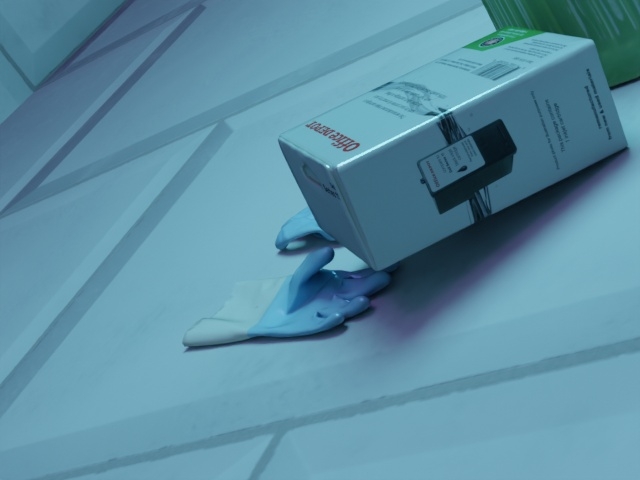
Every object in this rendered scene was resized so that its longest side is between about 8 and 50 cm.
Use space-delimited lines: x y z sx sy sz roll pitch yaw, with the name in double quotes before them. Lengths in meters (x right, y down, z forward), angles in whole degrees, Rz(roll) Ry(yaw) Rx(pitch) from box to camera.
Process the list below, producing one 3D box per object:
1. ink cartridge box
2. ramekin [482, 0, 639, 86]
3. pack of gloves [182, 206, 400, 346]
"ink cartridge box" 0.091 -0.073 1.011 0.208 0.087 0.153 -26 19 -9
"ramekin" 0.256 -0.268 1.143 0.303 0.148 0.303 -31 20 13
"pack of gloves" 0.000 0.000 1.118 0.232 0.046 0.195 -10 33 51
